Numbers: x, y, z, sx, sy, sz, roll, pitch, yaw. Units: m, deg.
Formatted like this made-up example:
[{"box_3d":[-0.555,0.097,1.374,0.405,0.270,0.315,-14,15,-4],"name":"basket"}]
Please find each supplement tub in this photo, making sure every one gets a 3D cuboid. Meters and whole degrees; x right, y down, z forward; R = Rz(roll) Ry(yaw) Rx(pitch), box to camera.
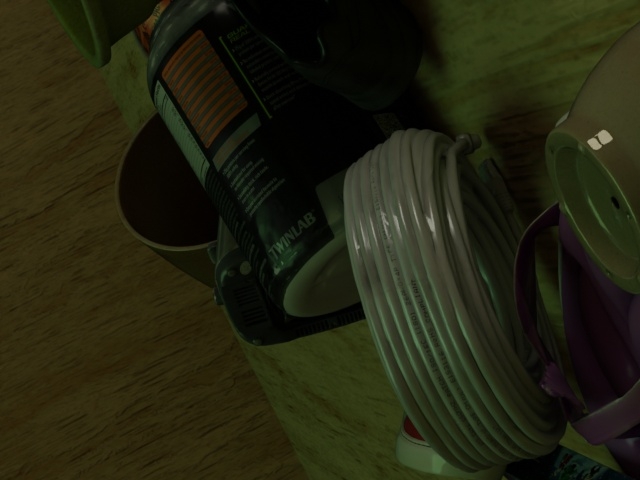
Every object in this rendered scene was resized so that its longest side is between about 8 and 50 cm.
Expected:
[{"box_3d":[-0.029,-0.107,1.474,0.316,0.194,0.193,59,169,21],"name":"supplement tub"}]

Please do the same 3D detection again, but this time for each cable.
[{"box_3d":[0.097,0.042,1.203,0.257,0.089,0.257,10,-120,-70],"name":"cable"}]

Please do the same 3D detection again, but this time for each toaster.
[{"box_3d":[0.000,0.000,1.626,0.146,0.227,0.129,-102,-6,-54],"name":"toaster"}]

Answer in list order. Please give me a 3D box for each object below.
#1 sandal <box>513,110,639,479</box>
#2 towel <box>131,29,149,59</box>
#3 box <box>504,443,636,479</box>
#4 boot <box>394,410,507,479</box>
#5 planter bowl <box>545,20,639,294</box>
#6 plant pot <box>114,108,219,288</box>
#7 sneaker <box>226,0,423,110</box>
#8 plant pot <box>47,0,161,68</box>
[{"box_3d":[0.182,0.057,1.116,0.169,0.102,0.416,56,170,38],"name":"sandal"},{"box_3d":[-0.149,-0.330,1.564,0.049,0.187,0.282,11,139,33],"name":"towel"},{"box_3d":[0.240,0.230,1.291,0.159,0.044,0.233,42,173,-11],"name":"box"},{"box_3d":[0.119,0.097,1.378,0.244,0.088,0.176,-102,23,-82],"name":"boot"},{"box_3d":[0.186,-0.038,0.851,0.162,0.109,0.162,58,168,19],"name":"planter bowl"},{"box_3d":[-0.069,-0.022,1.884,0.237,0.237,0.254,52,180,43],"name":"plant pot"},{"box_3d":[-0.036,-0.226,1.332,0.130,0.109,0.286,7,-144,-54],"name":"sneaker"},{"box_3d":[-0.114,-0.305,1.214,0.276,0.254,0.276,59,170,17],"name":"plant pot"}]
